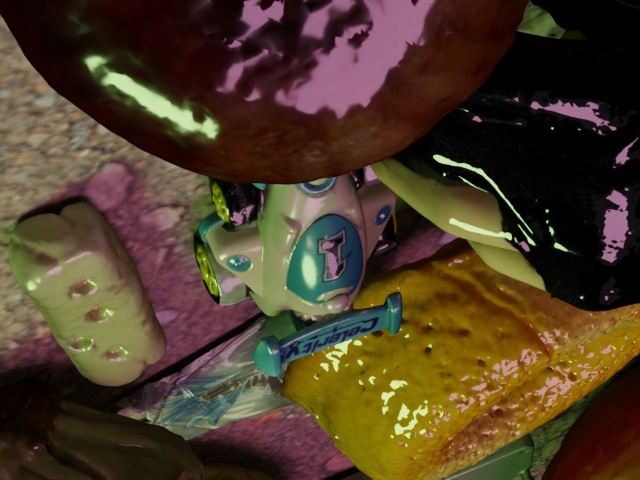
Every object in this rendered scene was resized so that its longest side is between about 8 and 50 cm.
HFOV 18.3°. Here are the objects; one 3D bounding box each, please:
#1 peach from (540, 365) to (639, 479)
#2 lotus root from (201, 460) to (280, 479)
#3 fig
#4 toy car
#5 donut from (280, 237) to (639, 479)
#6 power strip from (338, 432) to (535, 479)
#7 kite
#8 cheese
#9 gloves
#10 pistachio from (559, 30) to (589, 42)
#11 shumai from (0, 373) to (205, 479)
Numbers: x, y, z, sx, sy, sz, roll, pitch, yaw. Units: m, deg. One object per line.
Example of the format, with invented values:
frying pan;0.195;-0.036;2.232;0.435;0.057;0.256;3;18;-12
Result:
peach;0.334;0.262;1.760;0.373;0.290;0.372;-57;176;-6
lotus root;-0.069;0.229;1.586;0.110;0.097;0.258;-35;147;7
fig;-0.024;-0.142;0.767;0.235;0.214;0.235;2;143;2
toy car;0.000;0.000;1.176;0.126;0.098;0.161;-19;157;-16
donut;0.124;0.067;1.367;0.303;0.110;0.303;-29;164;-9
power strip;0.083;0.209;1.719;0.215;0.061;0.145;-23;157;-5
kite;-0.120;0.125;1.427;0.310;0.015;0.169;-24;154;-3
cheese;-0.137;0.035;1.193;0.065;0.043;0.194;-28;154;-4
gloves;0.126;-0.070;1.047;0.301;0.197;0.152;13;-169;-3
pistachio;0.177;-0.067;1.193;0.110;0.100;0.189;-46;161;-5
shumai;-0.180;0.151;1.302;0.201;0.120;0.201;-16;-162;5
